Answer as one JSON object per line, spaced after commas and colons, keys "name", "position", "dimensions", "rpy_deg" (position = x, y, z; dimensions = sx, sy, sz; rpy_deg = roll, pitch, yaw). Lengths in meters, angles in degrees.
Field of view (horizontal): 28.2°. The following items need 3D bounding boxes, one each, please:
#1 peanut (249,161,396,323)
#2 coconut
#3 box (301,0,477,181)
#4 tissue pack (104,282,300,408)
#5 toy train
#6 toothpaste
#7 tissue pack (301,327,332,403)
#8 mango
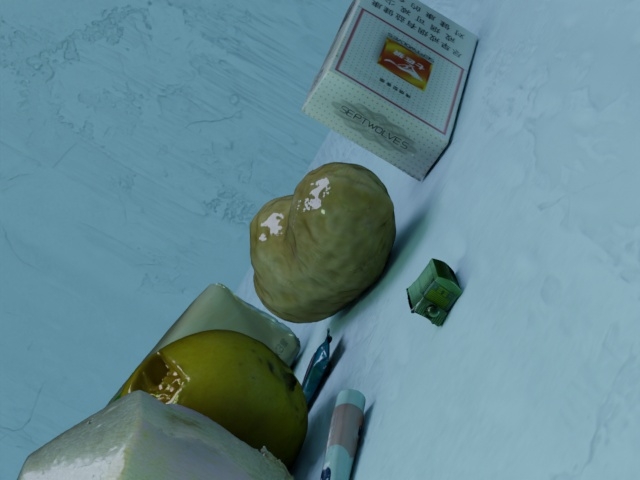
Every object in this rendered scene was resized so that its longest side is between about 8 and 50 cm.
{"name": "peanut", "position": [0.000, 0.000, 1.826], "dimensions": [0.169, 0.192, 0.387], "rpy_deg": [-54, 3, -29]}
{"name": "coconut", "position": [-0.190, 0.321, 1.400], "dimensions": [0.297, 0.310, 0.297], "rpy_deg": [-57, 11, 17]}
{"name": "box", "position": [0.113, -0.260, 1.967], "dimensions": [0.095, 0.210, 0.330], "rpy_deg": [-55, 9, 37]}
{"name": "tissue pack", "position": [-0.251, 0.310, 2.073], "dimensions": [0.405, 0.205, 0.332], "rpy_deg": [-52, 0, -35]}
{"name": "toy train", "position": [0.123, 0.055, 1.388], "dimensions": [0.056, 0.038, 0.093], "rpy_deg": [-57, 8, 12]}
{"name": "toothpaste", "position": [0.018, 0.247, 1.387], "dimensions": [0.056, 0.036, 0.205], "rpy_deg": [-55, 13, 40]}
{"name": "tissue pack", "position": [-0.010, 0.195, 1.799], "dimensions": [0.085, 0.028, 0.138], "rpy_deg": [-103, 38, -84]}
{"name": "mango", "position": [-0.156, 0.269, 1.667], "dimensions": [0.182, 0.253, 0.365], "rpy_deg": [-109, 35, -45]}
